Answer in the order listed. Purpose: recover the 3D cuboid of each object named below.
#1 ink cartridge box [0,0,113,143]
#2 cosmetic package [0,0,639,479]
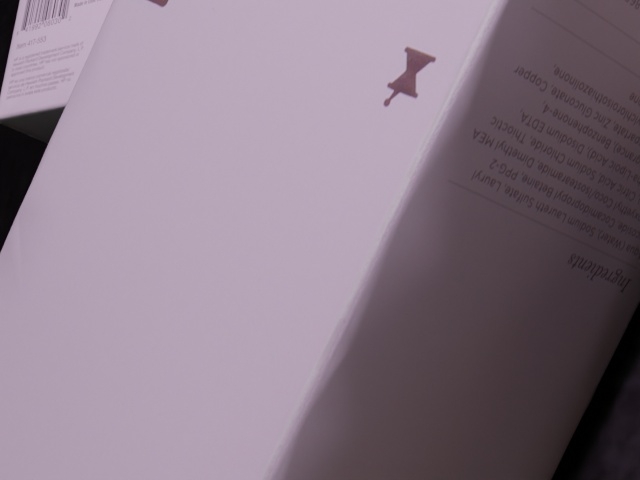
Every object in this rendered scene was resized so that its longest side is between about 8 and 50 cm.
[{"bbox_3d":[-0.092,-0.150,0.745,0.139,0.082,0.191,-5,70,40],"label":"ink cartridge box"},{"bbox_3d":[0.000,0.000,0.547,0.217,0.156,0.385,28,94,47],"label":"cosmetic package"}]
